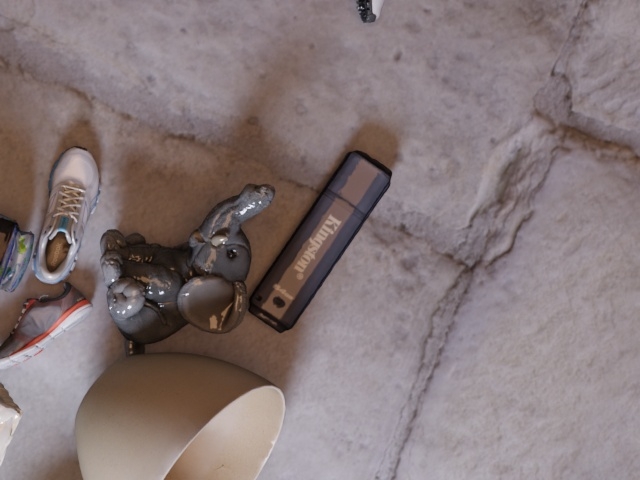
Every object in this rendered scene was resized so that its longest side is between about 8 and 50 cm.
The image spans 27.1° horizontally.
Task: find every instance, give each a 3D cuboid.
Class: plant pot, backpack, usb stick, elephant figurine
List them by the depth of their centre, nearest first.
[{"bbox_3d":[-0.421,0.018,1.733,0.084,0.114,0.105,20,91,-13],"label":"backpack"},{"bbox_3d":[-0.207,0.255,1.736,0.191,0.284,0.284,35,84,23],"label":"plant pot"},{"bbox_3d":[-0.161,0.045,1.762,0.239,0.186,0.169,-11,72,-3],"label":"elephant figurine"},{"bbox_3d":[0.000,0.000,1.861,0.077,0.045,0.278,35,85,-12],"label":"usb stick"}]

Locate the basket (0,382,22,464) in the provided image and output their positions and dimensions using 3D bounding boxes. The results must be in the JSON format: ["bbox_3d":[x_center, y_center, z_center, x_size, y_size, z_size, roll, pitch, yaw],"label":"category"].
[{"bbox_3d":[-0.584,0.251,1.585,0.328,0.266,0.331,26,91,-31],"label":"basket"}]

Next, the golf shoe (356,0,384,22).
[{"bbox_3d":[0.103,-0.397,1.852,0.093,0.077,0.198,10,91,-13],"label":"golf shoe"}]

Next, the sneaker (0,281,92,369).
[{"bbox_3d":[-0.384,0.113,1.782,0.158,0.061,0.065,-35,85,-17],"label":"sneaker"}]

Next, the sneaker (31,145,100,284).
[{"bbox_3d":[-0.335,-0.032,1.768,0.071,0.083,0.191,12,88,-11],"label":"sneaker"}]
